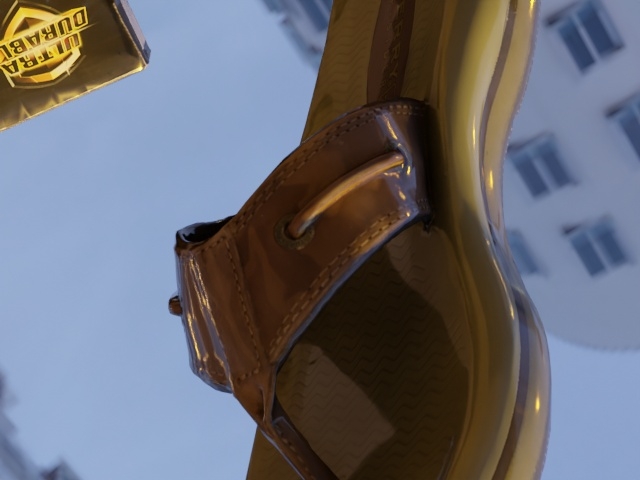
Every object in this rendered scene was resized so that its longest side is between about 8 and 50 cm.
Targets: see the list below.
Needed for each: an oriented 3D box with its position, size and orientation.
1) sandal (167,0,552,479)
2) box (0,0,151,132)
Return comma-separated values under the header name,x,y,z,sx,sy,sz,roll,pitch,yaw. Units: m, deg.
name,x,y,z,sx,sy,sz,roll,pitch,yaw
sandal,-0.001,0.000,0.503,0.120,0.086,0.302,-37,-144,42
box,-0.294,-0.155,0.986,0.322,0.257,0.079,-24,-164,-1
